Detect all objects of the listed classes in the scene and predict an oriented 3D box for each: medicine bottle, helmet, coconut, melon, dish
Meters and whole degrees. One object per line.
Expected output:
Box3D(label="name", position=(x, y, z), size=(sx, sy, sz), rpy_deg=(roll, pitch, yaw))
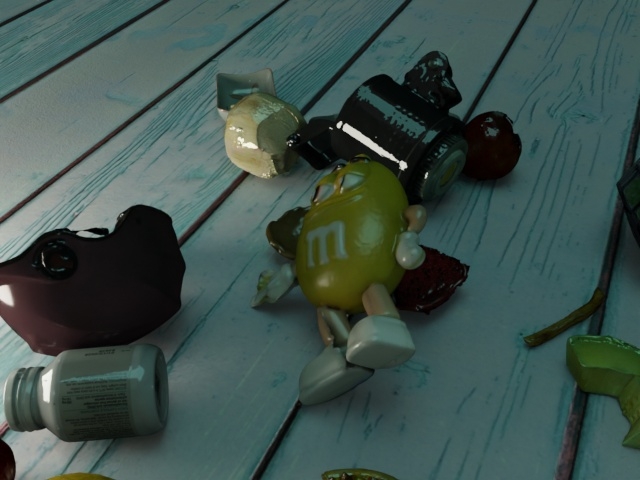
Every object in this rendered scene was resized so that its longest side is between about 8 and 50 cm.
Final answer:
Box3D(label="medicine bottle", position=(-0.342, 0.226, 1.033), size=(0.215, 0.135, 0.135), rpy_deg=(-5, 39, -3))
Box3D(label="helmet", position=(-0.371, 0.087, 1.132), size=(0.338, 0.271, 0.197), rpy_deg=(-24, 87, -27))
Box3D(label="coconut", position=(-0.130, -0.240, 1.569), size=(0.194, 0.194, 0.194), rpy_deg=(-1, 39, 1))
Box3D(label="melon", position=(0.465, 0.230, 1.054), size=(0.117, 0.064, 0.209), rpy_deg=(-9, 42, -10))
Box3D(label="dish", position=(-0.187, -0.356, 1.789), size=(0.151, 0.077, 0.212), rpy_deg=(-8, 40, -4))

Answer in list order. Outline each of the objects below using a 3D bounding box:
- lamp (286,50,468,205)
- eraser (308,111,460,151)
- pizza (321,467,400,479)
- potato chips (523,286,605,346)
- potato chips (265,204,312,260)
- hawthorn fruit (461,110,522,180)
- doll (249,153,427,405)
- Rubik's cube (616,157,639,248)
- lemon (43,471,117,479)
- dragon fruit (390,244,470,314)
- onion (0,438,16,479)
Box3D(label="lamp", position=(0.161, -0.198, 1.462), size=(0.374, 0.205, 0.272), rpy_deg=(-35, 68, 10))
Box3D(label="eraser", position=(0.148, -0.256, 1.642), size=(0.351, 0.089, 0.061), rpy_deg=(-5, 42, -2))
Box3D(label="pizza", position=(0.074, 0.363, 0.917), size=(0.174, 0.046, 0.134), rpy_deg=(10, 40, 14))
Box3D(label="potato chips", position=(0.425, 0.133, 1.201), size=(0.204, 0.026, 0.037), rpy_deg=(-27, 42, -26))
Box3D(label="potato chips", position=(0.001, 0.000, 1.354), size=(0.208, 0.062, 0.195), rpy_deg=(-8, 36, -6))
Box3D(label="hawthorn fruit", position=(0.353, -0.200, 1.541), size=(0.172, 0.148, 0.148), rpy_deg=(-18, 33, 25))
Box3D(label="doll", position=(0.038, 0.057, 1.139), size=(0.348, 0.161, 0.423), rpy_deg=(-46, 38, 8))
Box3D(label="Rubik's cube", position=(0.693, -0.073, 1.251), size=(0.318, 0.264, 0.319), rpy_deg=(-1, 39, 1))
Box3D(label="lemon", position=(-0.297, 0.370, 0.820), size=(0.244, 0.187, 0.187), rpy_deg=(-7, 39, 1))
Box3D(label="dragon fruit", position=(0.169, 0.075, 1.253), size=(0.161, 0.127, 0.121), rpy_deg=(16, 79, -15))
Box3D(label="onion", position=(-0.478, 0.319, 0.944), size=(0.131, 0.131, 0.131), rpy_deg=(-1, 39, 1))
